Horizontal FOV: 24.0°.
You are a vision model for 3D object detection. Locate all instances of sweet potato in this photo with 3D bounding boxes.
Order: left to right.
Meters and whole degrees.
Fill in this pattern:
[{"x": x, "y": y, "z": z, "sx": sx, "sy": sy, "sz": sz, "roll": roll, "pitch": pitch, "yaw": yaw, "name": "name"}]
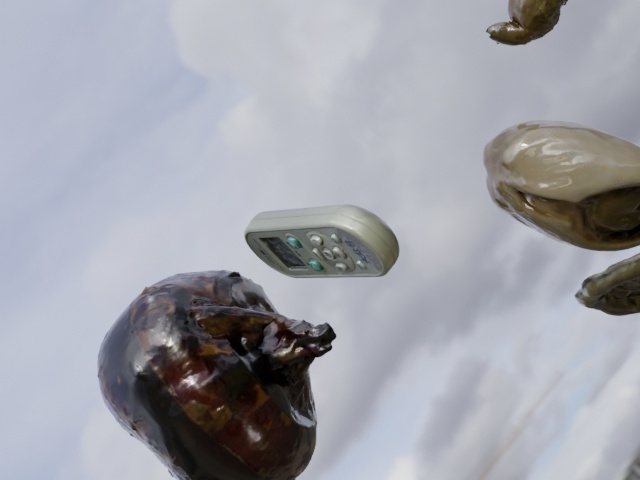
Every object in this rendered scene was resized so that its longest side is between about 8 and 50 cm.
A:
[{"x": 0.324, "y": -0.342, "z": 1.862, "sx": 0.310, "sy": 0.124, "sz": 0.098, "roll": -27, "pitch": -32, "yaw": -15, "name": "sweet potato"}]

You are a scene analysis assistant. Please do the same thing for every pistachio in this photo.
[{"x": 0.300, "y": -0.067, "z": 1.728, "sx": 0.138, "sy": 0.238, "sz": 0.153, "roll": 100, "pitch": -169, "yaw": -47, "name": "pistachio"}]

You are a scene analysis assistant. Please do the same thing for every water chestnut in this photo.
[{"x": -0.106, "y": 0.159, "z": 1.786, "sx": 0.300, "sy": 0.300, "sz": 0.300, "roll": -42, "pitch": -21, "yaw": -20, "name": "water chestnut"}]

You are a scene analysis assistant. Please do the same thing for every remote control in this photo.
[{"x": 0.000, "y": 0.000, "z": 1.454, "sx": 0.042, "sy": 0.078, "sz": 0.221, "roll": -54, "pitch": 24, "yaw": -20, "name": "remote control"}]

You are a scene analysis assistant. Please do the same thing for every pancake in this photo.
[{"x": 0.360, "y": 0.039, "z": 1.502, "sx": 0.212, "sy": 0.029, "sz": 0.235, "roll": -20, "pitch": -21, "yaw": 36, "name": "pancake"}]
